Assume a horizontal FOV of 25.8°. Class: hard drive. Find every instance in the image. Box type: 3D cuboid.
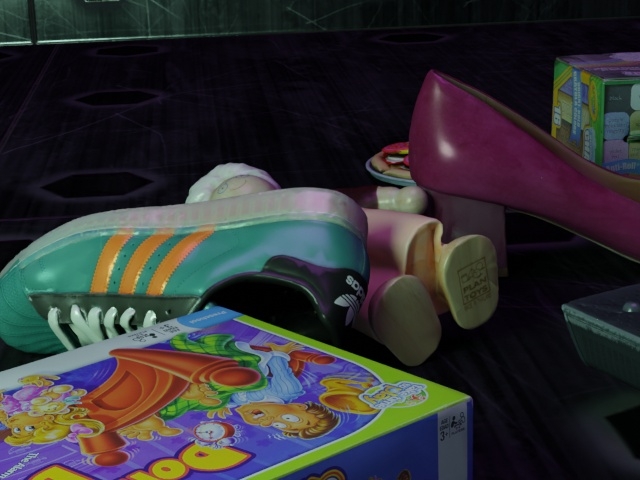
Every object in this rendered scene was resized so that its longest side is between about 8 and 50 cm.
[{"bbox_3d":[0.310,0.062,0.939,0.255,0.054,0.172,-9,18,-26],"label":"hard drive"}]

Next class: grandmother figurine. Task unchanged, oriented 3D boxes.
[{"bbox_3d":[0.000,0.000,1.173,0.208,0.104,0.342,-21,25,-31],"label":"grandmother figurine"}]

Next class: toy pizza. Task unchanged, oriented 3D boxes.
[{"bbox_3d":[0.153,-0.097,1.623,0.201,0.032,0.201,-2,16,0],"label":"toy pizza"}]

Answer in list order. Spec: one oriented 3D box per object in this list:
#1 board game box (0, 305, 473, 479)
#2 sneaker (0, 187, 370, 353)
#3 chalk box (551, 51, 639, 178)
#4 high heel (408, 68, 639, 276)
[{"bbox_3d":[-0.117,0.137,0.765,0.347,0.078,0.233,-16,21,-40],"label":"board game box"},{"bbox_3d":[-0.112,0.048,1.016,0.302,0.108,0.121,-13,43,16],"label":"sneaker"},{"bbox_3d":[0.345,-0.122,1.517,0.132,0.132,0.213,-3,17,-8],"label":"chalk box"},{"bbox_3d":[0.267,-0.069,1.244,0.377,0.181,0.127,-5,17,-11],"label":"high heel"}]
